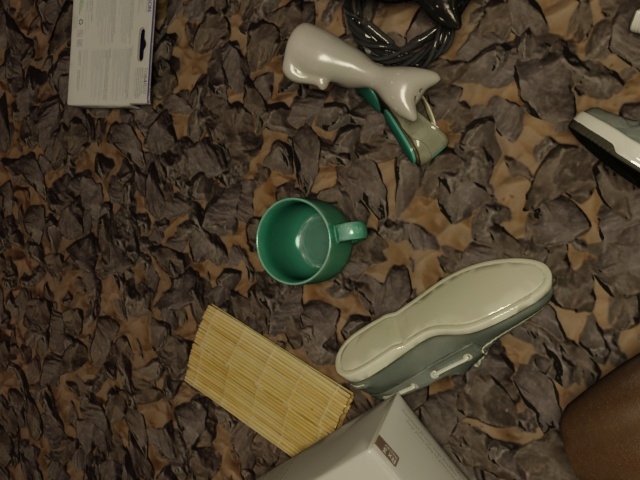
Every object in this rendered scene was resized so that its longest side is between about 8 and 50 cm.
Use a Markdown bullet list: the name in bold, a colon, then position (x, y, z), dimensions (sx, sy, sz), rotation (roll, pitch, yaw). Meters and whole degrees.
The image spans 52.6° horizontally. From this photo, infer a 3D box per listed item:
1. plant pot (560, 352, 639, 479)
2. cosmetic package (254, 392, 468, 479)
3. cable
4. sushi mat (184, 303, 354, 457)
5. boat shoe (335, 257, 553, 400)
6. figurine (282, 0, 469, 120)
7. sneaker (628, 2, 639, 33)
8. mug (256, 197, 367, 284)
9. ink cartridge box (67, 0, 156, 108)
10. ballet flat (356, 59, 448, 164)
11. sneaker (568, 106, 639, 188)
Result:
- **plant pot**: position (0.389, 0.200, 0.690), dimensions (0.230, 0.215, 0.215), rotation (-33, 73, 42)
- **cosmetic package**: position (0.014, 0.410, 0.898), dimensions (0.385, 0.156, 0.217), rotation (-37, 91, 24)
- **cable**: position (0.115, -0.326, 0.935), dimensions (0.185, 0.047, 0.150), rotation (14, 102, 28)
- **sushi mat**: position (-0.096, 0.239, 1.070), dimensions (0.317, 0.019, 0.151), rotation (27, 105, 29)
- **boat shoe**: position (0.175, 0.128, 0.883), dimensions (0.319, 0.116, 0.099), rotation (-30, 118, 21)
- **figurine**: position (0.082, -0.279, 0.864), dimensions (0.209, 0.092, 0.214), rotation (25, 92, 20)
- **sneaker**: position (0.450, -0.301, 0.717), dimensions (0.094, 0.081, 0.208), rotation (43, 116, 15)
- **mug**: position (-0.006, 0.006, 0.971), dimensions (0.158, 0.097, 0.129), rotation (27, 103, 28)
- **ink cartridge box**: position (-0.385, -0.362, 1.229), dimensions (0.224, 0.045, 0.223), rotation (7, 94, 30)
- **ballet flat**: position (0.108, -0.202, 0.932), dimensions (0.068, 0.072, 0.213), rotation (-33, 72, -2)
- **sneaker**: position (0.436, -0.120, 0.695), dimensions (0.295, 0.124, 0.178), rotation (40, 100, 35)
